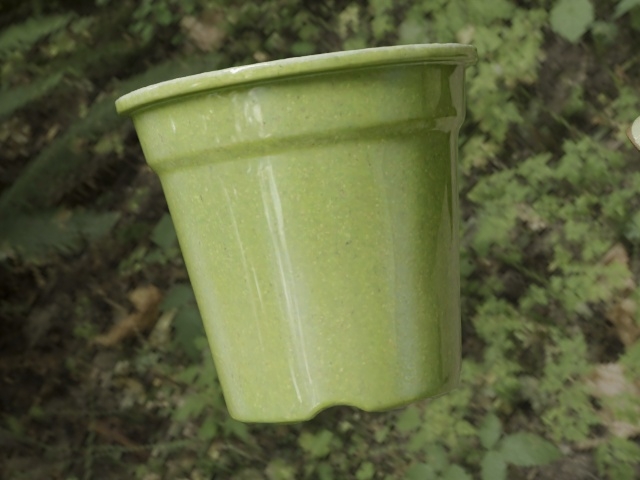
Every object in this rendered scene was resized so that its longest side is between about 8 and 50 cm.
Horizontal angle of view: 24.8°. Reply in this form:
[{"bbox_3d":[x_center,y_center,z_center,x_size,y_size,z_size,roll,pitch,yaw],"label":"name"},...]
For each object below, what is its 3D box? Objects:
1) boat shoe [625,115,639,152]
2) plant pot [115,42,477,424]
[{"bbox_3d":[0.347,-0.033,1.097,0.089,0.105,0.285,-52,52,15],"label":"boat shoe"},{"bbox_3d":[0.000,0.000,1.104,0.276,0.276,0.253,-7,92,35],"label":"plant pot"}]
